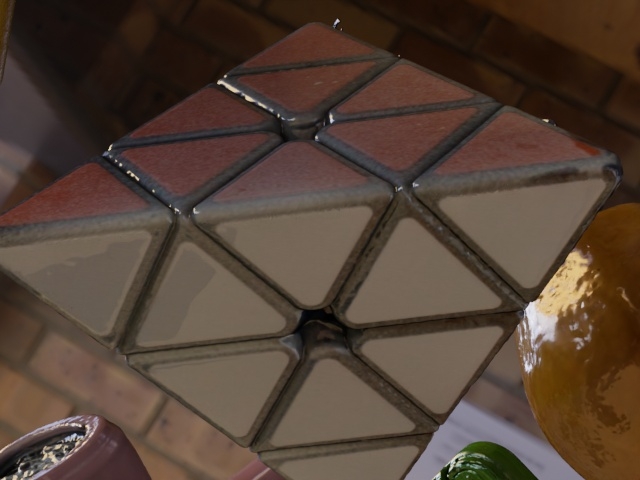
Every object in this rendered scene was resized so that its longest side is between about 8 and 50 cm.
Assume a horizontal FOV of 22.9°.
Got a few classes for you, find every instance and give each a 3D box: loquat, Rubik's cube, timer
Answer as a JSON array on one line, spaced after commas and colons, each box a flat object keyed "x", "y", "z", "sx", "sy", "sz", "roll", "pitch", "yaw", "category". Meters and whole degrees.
[{"x": 0.222, "y": 0.075, "z": 1.091, "sx": 0.176, "sy": 0.187, "sz": 0.234, "roll": 11, "pitch": -134, "yaw": -51, "category": "loquat"}, {"x": 0.000, "y": -0.002, "z": 0.852, "sx": 0.228, "sy": 0.233, "sz": 0.229, "roll": 39, "pitch": 177, "yaw": 11, "category": "Rubik's cube"}, {"x": 0.158, "y": 0.261, "z": 1.484, "sx": 0.128, "sy": 0.047, "sz": 0.140, "roll": 46, "pitch": 134, "yaw": 11, "category": "timer"}]

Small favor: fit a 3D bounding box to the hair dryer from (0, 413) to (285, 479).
[{"x": -0.065, "y": 0.173, "z": 1.102, "sx": 0.125, "sy": 0.352, "sz": 0.210, "roll": -5, "pitch": 115, "yaw": 54, "category": "hair dryer"}]

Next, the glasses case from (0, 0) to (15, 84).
[{"x": -0.367, "y": -0.272, "z": 1.529, "sx": 0.141, "sy": 0.173, "sz": 0.371, "roll": 2, "pitch": 164, "yaw": -14, "category": "glasses case"}]
